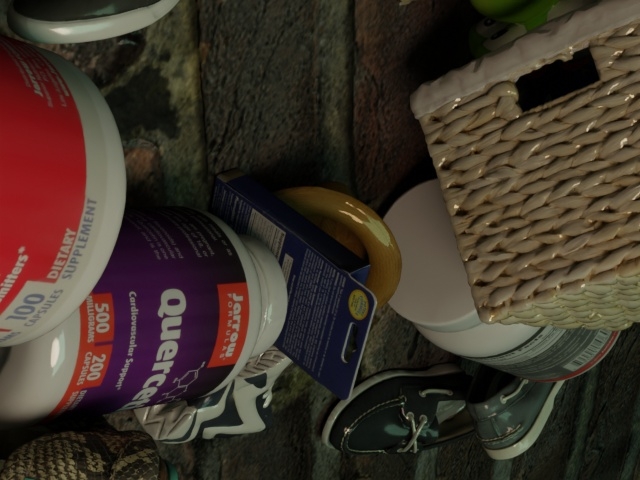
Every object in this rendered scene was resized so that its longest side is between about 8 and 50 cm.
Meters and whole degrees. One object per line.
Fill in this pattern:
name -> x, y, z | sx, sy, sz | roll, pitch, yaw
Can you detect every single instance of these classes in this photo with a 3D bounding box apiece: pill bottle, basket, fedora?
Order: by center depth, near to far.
pill bottle -> -0.336, -0.052, 0.935 | 0.408, 0.229, 0.229 | 10, 113, -55
pill bottle -> -0.178, 0.060, 1.298 | 0.323, 0.181, 0.181 | -4, 124, -51
basket -> 0.330, -0.072, 1.510 | 0.328, 0.266, 0.331 | -22, 163, 34
fedora -> 0.000, 0.000, 1.532 | 0.194, 0.194, 0.079 | 91, 11, -45
pill bottle -> 0.220, 0.048, 1.777 | 0.210, 0.210, 0.363 | -56, 148, 6

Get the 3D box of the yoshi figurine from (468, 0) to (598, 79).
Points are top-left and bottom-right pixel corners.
yoshi figurine -> 0.296, -0.305, 1.510 | 0.362, 0.203, 0.203 | -31, -179, 12

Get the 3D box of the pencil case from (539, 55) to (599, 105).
pencil case -> 0.334, -0.216, 1.735 | 0.119, 0.133, 0.306 | -23, 138, -29

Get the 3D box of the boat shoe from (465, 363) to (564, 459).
boat shoe -> 0.280, 0.151, 2.007 | 0.099, 0.116, 0.319 | 52, 45, -25

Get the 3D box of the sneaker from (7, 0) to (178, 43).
sneaker -> -0.129, -0.264, 1.121 | 0.296, 0.105, 0.146 | -37, 144, -34

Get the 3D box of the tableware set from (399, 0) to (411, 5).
tableware set -> 0.106, -0.310, 1.450 | 0.141, 0.020, 0.168 | -2, 123, -52

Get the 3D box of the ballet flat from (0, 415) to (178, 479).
ballet flat -> -0.253, 0.220, 1.323 | 0.483, 0.182, 0.164 | 148, -43, -73

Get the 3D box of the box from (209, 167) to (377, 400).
box -> -0.028, 0.043, 1.433 | 0.037, 0.225, 0.136 | -21, 137, -41

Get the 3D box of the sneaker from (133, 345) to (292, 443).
sneaker -> -0.074, 0.140, 1.579 | 0.235, 0.094, 0.153 | -44, 157, 8

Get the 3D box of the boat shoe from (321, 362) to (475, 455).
boat shoe -> 0.127, 0.233, 1.953 | 0.303, 0.091, 0.114 | -14, 132, -46
